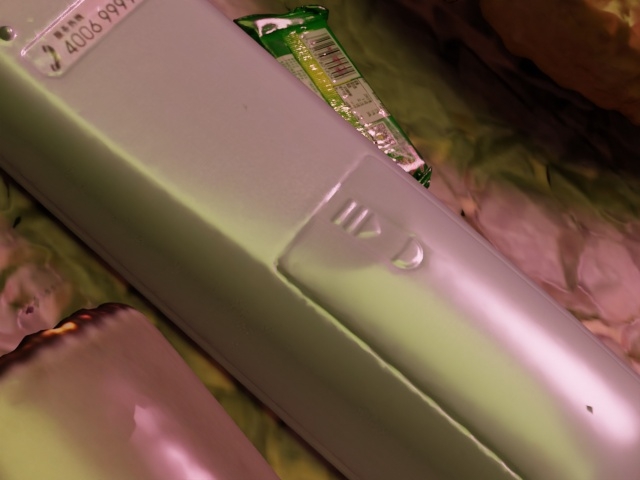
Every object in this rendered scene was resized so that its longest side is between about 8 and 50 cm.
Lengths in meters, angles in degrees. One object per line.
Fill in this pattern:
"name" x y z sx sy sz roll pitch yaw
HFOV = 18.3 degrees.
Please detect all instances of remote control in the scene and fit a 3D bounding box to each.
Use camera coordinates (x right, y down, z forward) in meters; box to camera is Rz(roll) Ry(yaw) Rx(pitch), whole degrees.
"remote control" -0.001 0.000 0.646 0.293 0.051 0.103 40 50 1

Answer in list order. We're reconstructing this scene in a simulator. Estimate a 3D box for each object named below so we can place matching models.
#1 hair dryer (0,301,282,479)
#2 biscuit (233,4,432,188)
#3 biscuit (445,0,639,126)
"hair dryer" -0.087 0.153 0.360 0.203 0.128 0.362 51 30 7
"biscuit" 0.006 -0.046 0.717 0.046 0.016 0.089 -20 70 -43
"biscuit" 0.124 -0.146 0.845 0.296 0.075 0.296 24 40 -22
